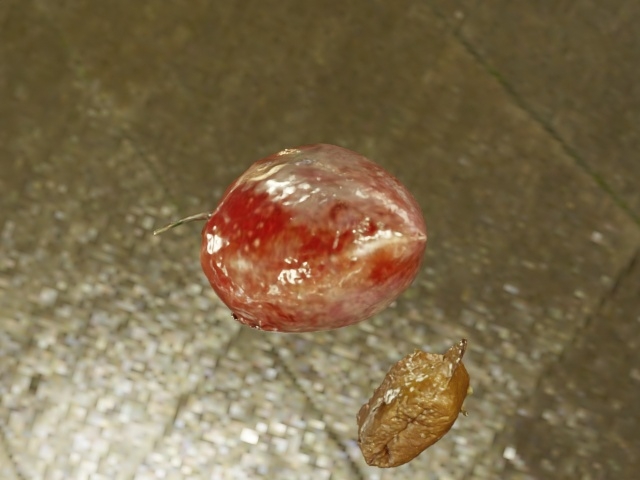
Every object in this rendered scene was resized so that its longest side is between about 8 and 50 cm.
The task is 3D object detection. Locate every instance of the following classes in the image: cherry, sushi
[{"bbox_3d":[0.000,0.000,1.863,0.249,0.192,0.175,-3,102,39],"label":"cherry"},{"bbox_3d":[0.059,0.104,1.283,0.118,0.061,0.060,-33,27,35],"label":"sushi"}]
